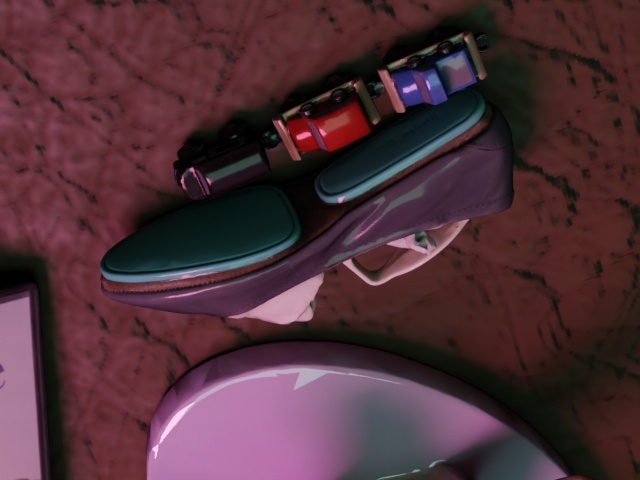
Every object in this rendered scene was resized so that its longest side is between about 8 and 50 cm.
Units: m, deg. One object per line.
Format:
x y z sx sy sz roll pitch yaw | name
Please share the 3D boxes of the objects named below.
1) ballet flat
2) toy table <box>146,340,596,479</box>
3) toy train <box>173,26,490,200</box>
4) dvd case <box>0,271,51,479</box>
0.000 0.000 0.767 0.203 0.074 0.074 -25 116 1 | ballet flat
0.043 0.180 0.807 0.274 0.161 0.252 20 111 -17 | toy table
0.005 -0.058 0.756 0.158 0.036 0.027 -24 116 4 | toy train
-0.206 0.153 0.774 0.180 0.022 0.253 -15 114 -36 | dvd case
